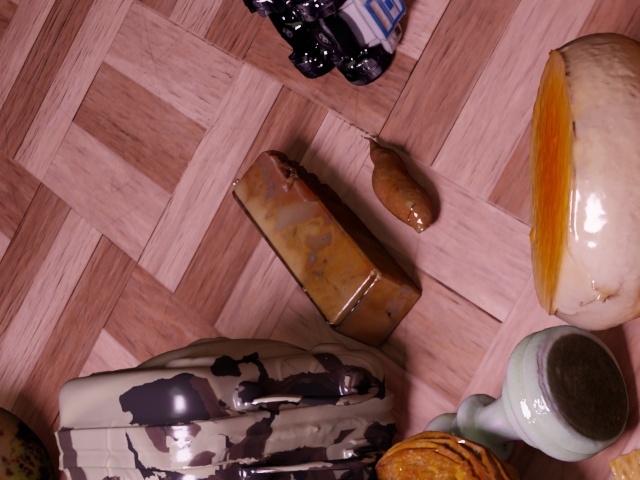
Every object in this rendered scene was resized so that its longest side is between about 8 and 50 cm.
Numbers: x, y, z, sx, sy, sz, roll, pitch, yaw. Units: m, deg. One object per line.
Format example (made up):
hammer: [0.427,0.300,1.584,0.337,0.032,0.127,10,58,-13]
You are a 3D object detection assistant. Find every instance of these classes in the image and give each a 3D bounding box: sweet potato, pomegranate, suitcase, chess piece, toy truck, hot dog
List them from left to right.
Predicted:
pomegranate: [-0.512,0.374,2.174,0.306,0.242,0.242,-47,42,50]
suitcase: [-0.081,0.202,1.694,0.339,0.351,0.194,-8,86,45]
toy truck: [0.022,-0.318,1.981,0.213,0.161,0.177,14,60,47]
sweet potato: [0.089,-0.074,1.860,0.056,0.056,0.195,-47,42,21]
hot dog: [0.158,0.299,1.541,0.114,0.175,0.259,-23,41,-13]
chess piece: [0.189,0.197,1.607,0.271,0.139,0.139,-35,50,46]

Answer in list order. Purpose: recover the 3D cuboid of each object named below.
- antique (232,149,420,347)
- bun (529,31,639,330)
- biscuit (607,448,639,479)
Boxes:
antique: [0.000,0.000,1.892,0.093,0.087,0.310,-52,44,13]
bun: [0.307,-0.054,1.511,0.165,0.299,0.299,1,68,1]
biscuit: [0.351,0.298,1.445,0.144,0.033,0.224,-29,54,32]
